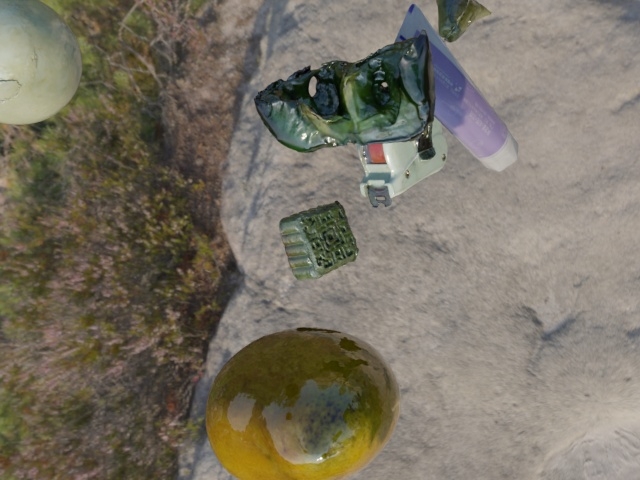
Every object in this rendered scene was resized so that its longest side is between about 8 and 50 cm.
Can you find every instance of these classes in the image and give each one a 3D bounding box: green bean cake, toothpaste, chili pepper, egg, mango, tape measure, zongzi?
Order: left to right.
[{"bbox_3d":[-0.451,-0.267,0.898,0.186,0.186,0.253,-44,26,9],"label":"egg"},{"bbox_3d":[-0.024,0.237,0.864,0.263,0.378,0.221,-23,90,-22],"label":"mango"},{"bbox_3d":[0.000,0.000,1.582,0.094,0.181,0.173,-10,99,52],"label":"green bean cake"},{"bbox_3d":[0.040,-0.203,0.900,0.264,0.116,0.148,-9,95,15],"label":"chili pepper"},{"bbox_3d":[0.192,-0.230,1.410,0.125,0.243,0.246,8,118,42],"label":"tape measure"},{"bbox_3d":[0.240,-0.244,1.065,0.080,0.371,0.125,12,74,45],"label":"toothpaste"},{"bbox_3d":[0.298,-0.430,1.232,0.062,0.130,0.154,-40,41,55],"label":"zongzi"}]
